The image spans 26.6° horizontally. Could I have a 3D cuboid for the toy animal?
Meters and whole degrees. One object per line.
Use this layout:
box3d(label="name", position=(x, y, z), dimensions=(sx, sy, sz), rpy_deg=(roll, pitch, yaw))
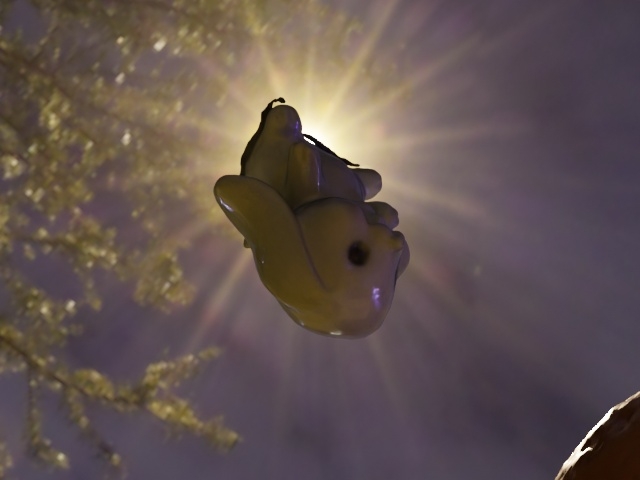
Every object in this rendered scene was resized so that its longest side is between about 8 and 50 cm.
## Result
box3d(label="toy animal", position=(-0.013, -0.014, 1.606), dimensions=(0.249, 0.289, 0.174), rpy_deg=(39, -73, -16))

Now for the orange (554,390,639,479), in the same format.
box3d(label="orange", position=(0.325, 0.251, 1.081), dimensions=(0.293, 0.340, 0.340), rpy_deg=(37, -37, 30))
